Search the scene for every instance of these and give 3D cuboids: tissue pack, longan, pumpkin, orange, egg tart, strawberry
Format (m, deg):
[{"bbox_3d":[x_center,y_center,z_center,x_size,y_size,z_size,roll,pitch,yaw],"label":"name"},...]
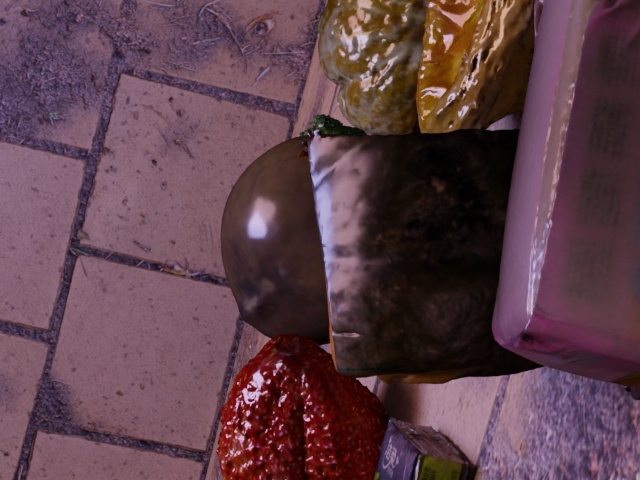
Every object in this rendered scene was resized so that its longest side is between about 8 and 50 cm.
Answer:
[{"bbox_3d":[0.099,0.345,1.390,0.173,0.073,0.236,-155,79,-79],"label":"tissue pack"},{"bbox_3d":[0.000,0.000,1.711,0.319,0.318,0.319,-167,90,-79],"label":"longan"},{"bbox_3d":[0.123,0.001,1.105,0.256,0.303,0.225,6,101,63],"label":"pumpkin"},{"bbox_3d":[0.107,-0.339,1.822,0.271,0.210,0.369,-133,60,-80],"label":"orange"},{"bbox_3d":[0.211,-0.252,1.376,0.341,0.132,0.341,-165,90,-79],"label":"egg tart"},{"bbox_3d":[-0.028,0.251,1.653,0.239,0.250,0.288,-86,-15,-53],"label":"strawberry"}]

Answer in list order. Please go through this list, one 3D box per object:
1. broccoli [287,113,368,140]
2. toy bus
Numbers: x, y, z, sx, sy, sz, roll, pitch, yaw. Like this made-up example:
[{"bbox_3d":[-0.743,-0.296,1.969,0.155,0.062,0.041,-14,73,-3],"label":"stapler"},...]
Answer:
[{"bbox_3d":[-0.001,-0.068,1.981,0.265,0.245,0.295,-140,37,-57],"label":"broccoli"},{"bbox_3d":[0.244,-0.080,0.930,0.171,0.162,0.386,139,143,-74],"label":"toy bus"}]
